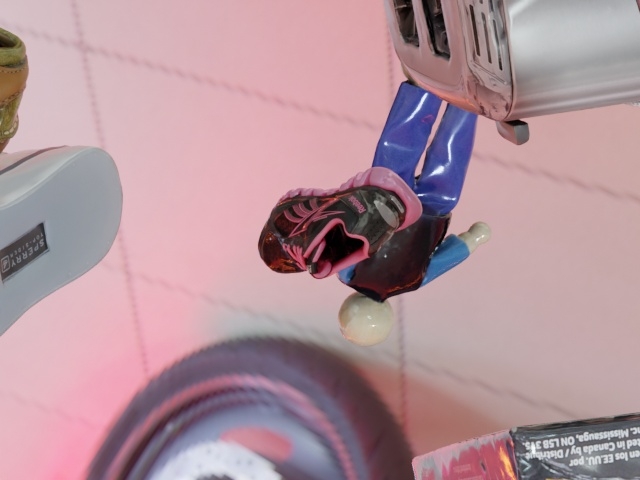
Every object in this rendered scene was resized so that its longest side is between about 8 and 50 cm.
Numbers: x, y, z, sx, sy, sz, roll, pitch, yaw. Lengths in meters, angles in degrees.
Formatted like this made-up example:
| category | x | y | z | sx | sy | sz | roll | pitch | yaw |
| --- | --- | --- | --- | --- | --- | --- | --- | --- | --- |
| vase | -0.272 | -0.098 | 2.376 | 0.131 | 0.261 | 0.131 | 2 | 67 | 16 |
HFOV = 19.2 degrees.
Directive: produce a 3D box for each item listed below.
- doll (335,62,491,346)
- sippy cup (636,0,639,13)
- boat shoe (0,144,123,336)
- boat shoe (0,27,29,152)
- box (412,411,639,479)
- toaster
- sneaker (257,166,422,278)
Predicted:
| category | x | y | z | sx | sy | sz | roll | pitch | yaw |
| --- | --- | --- | --- | --- | --- | --- | --- | --- | --- |
| doll | 0.057 | -0.017 | 1.213 | 0.129 | 0.189 | 0.046 | 10 | -164 | -35 |
| sippy cup | 0.202 | -0.127 | 0.671 | 0.305 | 0.224 | 0.240 | -9 | 173 | 3 |
| boat shoe | -0.300 | 0.003 | 1.360 | 0.156 | 0.367 | 0.136 | 5 | 112 | 25 |
| boat shoe | -0.296 | -0.087 | 0.956 | 0.111 | 0.307 | 0.104 | 53 | 127 | 38 |
| box | 0.136 | 0.134 | 0.697 | 0.163 | 0.142 | 0.247 | -7 | 172 | -6 |
| toaster | 0.108 | -0.163 | 0.923 | 0.129 | 0.146 | 0.227 | -143 | 39 | -64 |
| sneaker | 0.000 | 0.000 | 1.023 | 0.047 | 0.057 | 0.119 | 46 | 143 | -17 |
